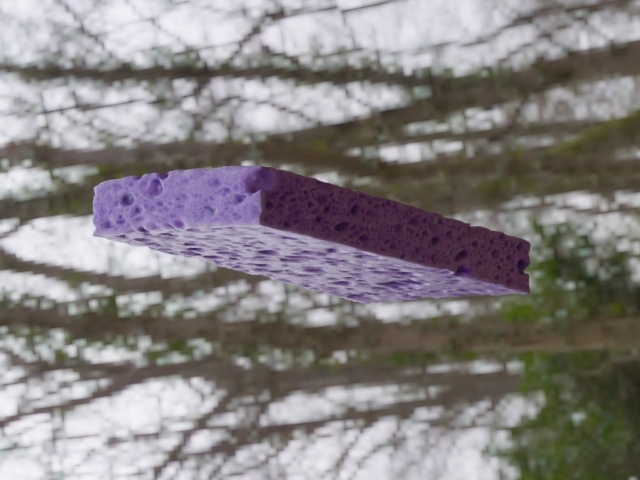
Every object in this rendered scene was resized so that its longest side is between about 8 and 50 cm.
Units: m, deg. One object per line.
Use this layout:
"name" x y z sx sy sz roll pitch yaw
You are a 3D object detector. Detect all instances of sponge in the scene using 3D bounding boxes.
"sponge" 0.000 0.000 0.866 0.210 0.117 0.031 14 -104 -47
